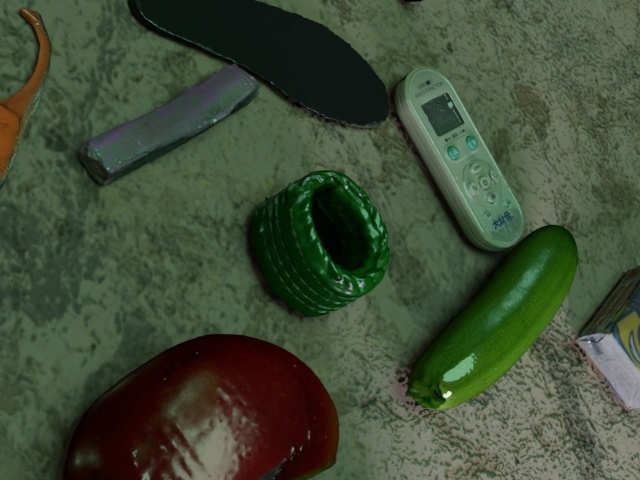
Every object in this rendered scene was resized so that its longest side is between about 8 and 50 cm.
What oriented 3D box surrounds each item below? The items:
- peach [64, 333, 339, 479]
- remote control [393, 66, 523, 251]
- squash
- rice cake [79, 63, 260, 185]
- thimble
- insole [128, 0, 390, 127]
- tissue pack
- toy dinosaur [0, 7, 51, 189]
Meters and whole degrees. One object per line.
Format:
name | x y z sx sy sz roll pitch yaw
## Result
peach | -0.078 0.154 0.962 0.267 0.154 0.158 -18 82 -37
remote control | 0.150 -0.088 1.282 0.078 0.042 0.221 -30 90 -37
squash | 0.191 0.082 1.220 0.082 0.082 0.292 52 54 -7
rice cake | -0.137 -0.112 1.097 0.207 0.036 0.047 -34 89 -37
thimble | 0.000 0.000 1.114 0.130 0.090 0.118 50 50 -10
insole | -0.055 -0.197 1.200 0.309 0.012 0.110 18 64 -28
tissue pack | 0.372 0.108 1.348 0.108 0.060 0.148 52 51 -8
toy dinosaur | -0.286 -0.097 0.981 0.101 0.055 0.279 25 58 -36
